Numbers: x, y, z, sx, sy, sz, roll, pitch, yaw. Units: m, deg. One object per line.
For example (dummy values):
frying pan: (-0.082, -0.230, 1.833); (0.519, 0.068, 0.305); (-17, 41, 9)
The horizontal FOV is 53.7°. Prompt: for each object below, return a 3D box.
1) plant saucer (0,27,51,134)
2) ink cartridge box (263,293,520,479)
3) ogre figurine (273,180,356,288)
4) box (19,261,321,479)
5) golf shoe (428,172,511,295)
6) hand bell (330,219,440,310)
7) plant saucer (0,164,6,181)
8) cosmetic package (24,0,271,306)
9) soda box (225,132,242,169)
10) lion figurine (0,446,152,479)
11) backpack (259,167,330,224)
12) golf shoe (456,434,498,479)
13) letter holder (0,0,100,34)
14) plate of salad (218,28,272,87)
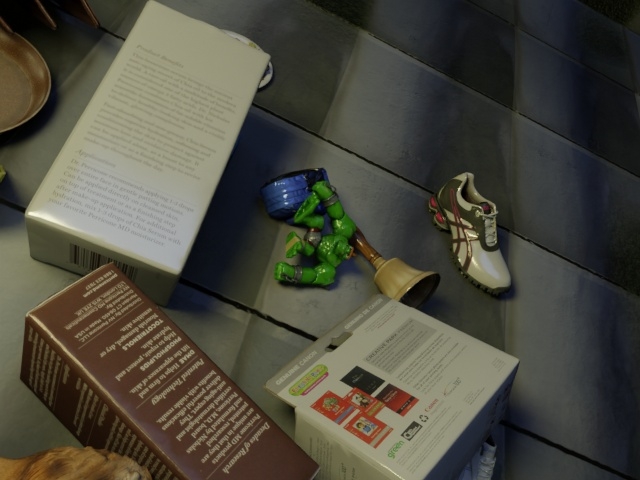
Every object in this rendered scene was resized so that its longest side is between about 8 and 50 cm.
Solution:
plant saucer: (-0.630, -0.277, 1.079); (0.310, 0.050, 0.311); (15, 50, -18)
ink cartridge box: (0.108, 0.247, 0.979); (0.272, 0.130, 0.309); (26, 40, 32)
ogre figurine: (0.000, 0.000, 1.153); (0.118, 0.097, 0.197); (32, 53, -29)
box: (-0.204, 0.231, 0.812); (0.381, 0.191, 0.143); (44, 47, 9)
golf shoe: (0.330, -0.014, 1.338); (0.105, 0.120, 0.273); (-11, 62, -36)
hand bell: (0.099, 0.032, 1.210); (0.126, 0.126, 0.242); (-21, 54, -38)
plant saucer: (-0.562, -0.087, 0.914); (0.188, 0.188, 0.045); (0, 100, -28)
cosmetic package: (-0.267, -0.150, 1.037); (0.230, 0.161, 0.453); (23, 60, -10)
soda box: (-0.264, -0.208, 1.208); (0.210, 0.067, 0.071); (25, 47, -9)
lion figurine: (-0.392, 0.278, 0.680); (0.392, 0.142, 0.240); (17, 29, 14)
backpack: (-0.046, -0.083, 1.205); (0.120, 0.098, 0.101); (-14, 82, -37)
golf shoe: (0.252, 0.362, 1.025); (0.069, 0.086, 0.176); (15, 51, -20)
letter holder: (-0.575, -0.477, 1.169); (0.152, 0.214, 0.302); (-43, 56, -13)
plate of salad: (-0.198, -0.416, 1.418); (0.200, 0.048, 0.200); (15, 49, -17)
